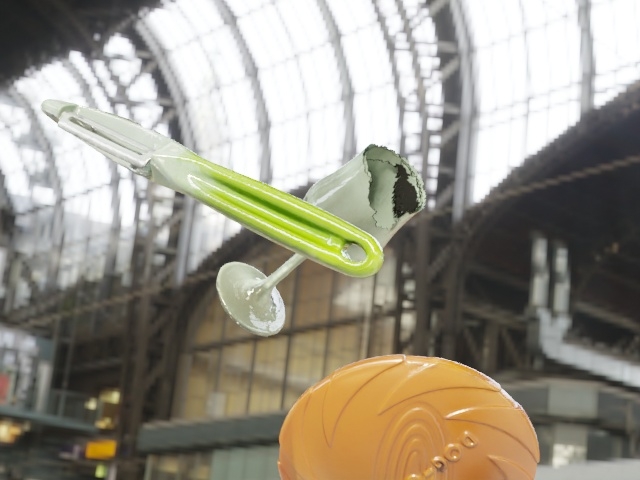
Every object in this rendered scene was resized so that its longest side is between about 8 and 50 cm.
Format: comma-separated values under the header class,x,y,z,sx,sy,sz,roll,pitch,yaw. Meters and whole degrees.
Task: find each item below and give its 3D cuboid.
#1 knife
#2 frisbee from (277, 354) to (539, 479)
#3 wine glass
class,x,y,z,sx,sy,sz,roll,pitch,yaw
knife,-0.049,-0.025,0.589,0.184,0.022,0.026,26,12,28
frisbee,0.063,0.166,1.010,0.192,0.035,0.192,2,-56,4
wine glass,0.000,0.000,1.172,0.079,0.079,0.195,19,-46,-37
